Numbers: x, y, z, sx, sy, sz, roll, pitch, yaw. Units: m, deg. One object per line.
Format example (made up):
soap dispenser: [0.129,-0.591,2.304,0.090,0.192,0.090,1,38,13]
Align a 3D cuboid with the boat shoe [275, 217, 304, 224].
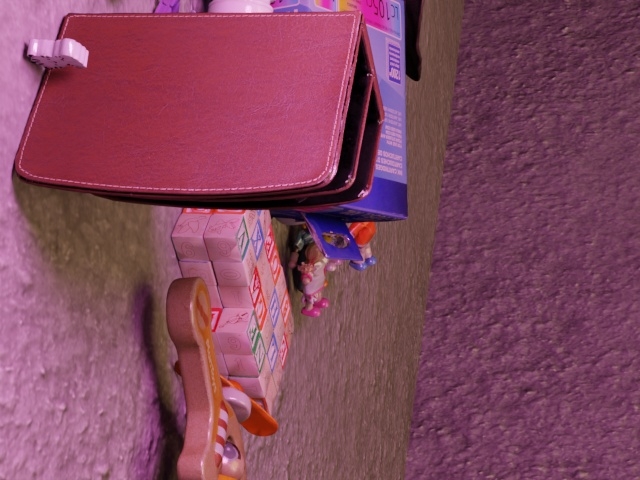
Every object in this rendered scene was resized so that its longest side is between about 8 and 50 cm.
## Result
boat shoe: [-0.024,-0.167,1.941,0.105,0.113,0.306,63,37,-47]

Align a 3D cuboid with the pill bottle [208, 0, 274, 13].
pill bottle: [-0.099,-0.364,1.606,0.112,0.112,0.186,28,65,-75]

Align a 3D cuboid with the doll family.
doll family: [0.000,0.000,2.122,0.263,0.118,0.163,-43,142,-47]

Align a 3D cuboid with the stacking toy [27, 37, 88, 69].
stacking toy: [-0.260,-0.265,1.090,0.221,0.052,0.166,40,54,-68]

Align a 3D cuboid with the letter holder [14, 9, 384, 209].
letter holder: [-0.109,-0.091,1.189,0.152,0.302,0.214,73,23,-54]

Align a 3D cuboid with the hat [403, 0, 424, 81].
hat: [0.107,-0.461,2.392,0.331,0.134,0.331,174,-90,-82]

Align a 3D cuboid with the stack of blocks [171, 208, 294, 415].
stack of blocks: [-0.114,0.075,1.644,0.171,0.087,0.297,-74,161,-46]

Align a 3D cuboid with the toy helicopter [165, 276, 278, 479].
toy helicopter: [-0.130,0.201,1.502,0.235,0.140,0.355,-64,150,-64]

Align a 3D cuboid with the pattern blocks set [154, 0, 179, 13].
pattern blocks set: [-0.141,-0.376,1.357,0.285,0.026,0.324,-58,173,-37]

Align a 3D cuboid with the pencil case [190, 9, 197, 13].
pencil case: [-0.178,-0.151,1.373,0.088,0.086,0.206,-124,-146,-78]

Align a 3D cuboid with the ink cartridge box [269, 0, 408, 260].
ink cartridge box: [-0.001,-0.168,1.755,0.270,0.151,0.395,6,83,-56]

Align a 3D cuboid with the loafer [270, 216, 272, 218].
loafer: [-0.079,-0.111,1.833,0.061,0.062,0.170,4,89,-81]
